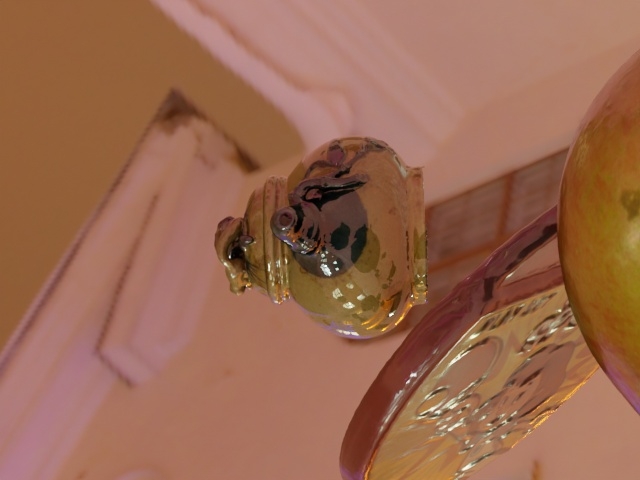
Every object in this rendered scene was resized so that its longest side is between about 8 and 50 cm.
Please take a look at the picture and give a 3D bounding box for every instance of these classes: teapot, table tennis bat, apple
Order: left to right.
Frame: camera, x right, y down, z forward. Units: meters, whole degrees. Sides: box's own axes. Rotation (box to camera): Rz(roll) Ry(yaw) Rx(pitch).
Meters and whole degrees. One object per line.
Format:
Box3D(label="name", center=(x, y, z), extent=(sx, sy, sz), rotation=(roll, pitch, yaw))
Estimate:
Box3D(label="teapot", center=(0.000, 0.000, 1.404), extent=(0.269, 0.182, 0.173), rotation=(74, -166, -84))
Box3D(label="table tennis bat", center=(0.147, 0.029, 1.008), extent=(0.268, 0.415, 0.051), rotation=(-16, -124, -43))
Box3D(label="apple", center=(0.232, 0.004, 0.767), extent=(0.246, 0.246, 0.226), rotation=(60, -158, -8))
